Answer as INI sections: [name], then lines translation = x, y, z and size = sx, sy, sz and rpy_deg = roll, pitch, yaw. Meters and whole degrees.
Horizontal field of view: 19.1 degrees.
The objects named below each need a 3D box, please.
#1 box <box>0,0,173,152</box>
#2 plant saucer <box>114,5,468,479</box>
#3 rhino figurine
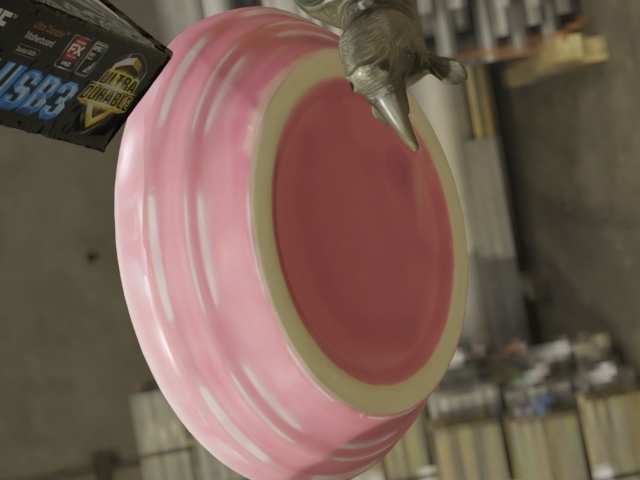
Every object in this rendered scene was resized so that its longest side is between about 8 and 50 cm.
[box]
translation = -0.239, -0.164, 0.861
size = 0.293, 0.073, 0.295
rpy_deg = 40, -172, 14
[plant saucer]
translation = 0.000, 0.000, 1.288
size = 0.332, 0.084, 0.332
rpy_deg = 19, -114, -50
[rhino figurine]
translation = 0.012, -0.150, 0.979
size = 0.106, 0.073, 0.243
rpy_deg = 31, -146, -60
